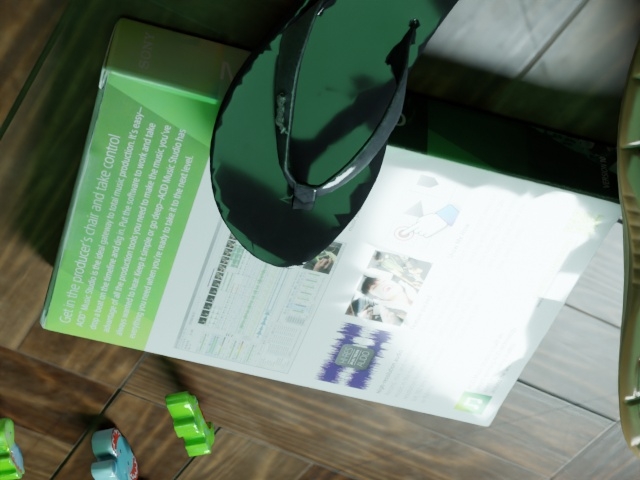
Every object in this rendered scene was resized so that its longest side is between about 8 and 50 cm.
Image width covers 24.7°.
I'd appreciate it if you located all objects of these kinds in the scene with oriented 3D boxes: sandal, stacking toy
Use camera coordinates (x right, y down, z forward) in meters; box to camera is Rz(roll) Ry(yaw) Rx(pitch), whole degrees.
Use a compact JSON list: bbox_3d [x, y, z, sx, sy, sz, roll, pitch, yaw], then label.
[{"bbox_3d":[0.012,-0.093,0.785,0.097,0.054,0.254,21,114,-14],"label":"sandal"},{"bbox_3d":[-0.145,0.196,1.141,0.167,0.052,0.221,-11,131,11],"label":"stacking toy"}]

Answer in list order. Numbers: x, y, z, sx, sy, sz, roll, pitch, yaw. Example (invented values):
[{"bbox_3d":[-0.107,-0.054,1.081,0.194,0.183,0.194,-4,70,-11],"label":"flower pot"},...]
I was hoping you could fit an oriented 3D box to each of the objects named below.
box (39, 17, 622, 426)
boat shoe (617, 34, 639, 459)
[{"bbox_3d":[0.000,0.000,0.932,0.322,0.058,0.232,13,134,-11],"label":"box"},{"bbox_3d":[0.228,-0.037,0.841,0.123,0.123,0.341,3,113,7],"label":"boat shoe"}]
